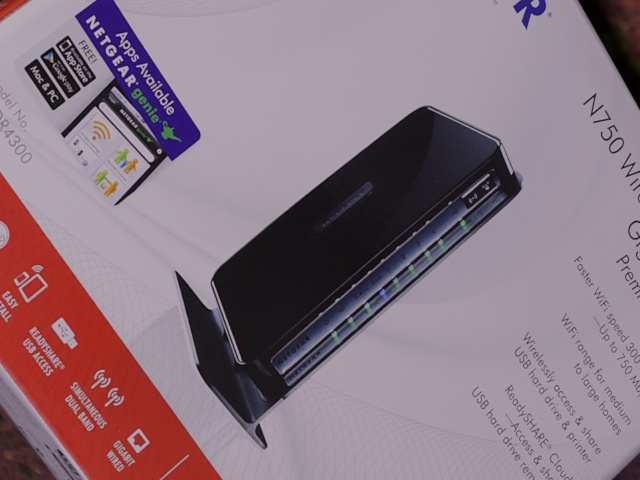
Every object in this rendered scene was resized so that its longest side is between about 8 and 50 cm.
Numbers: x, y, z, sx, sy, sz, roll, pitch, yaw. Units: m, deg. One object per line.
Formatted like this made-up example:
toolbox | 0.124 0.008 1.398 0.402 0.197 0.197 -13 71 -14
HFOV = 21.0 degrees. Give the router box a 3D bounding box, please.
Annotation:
router box | 0.000 0.000 0.751 0.335 0.301 0.082 56 161 -19
